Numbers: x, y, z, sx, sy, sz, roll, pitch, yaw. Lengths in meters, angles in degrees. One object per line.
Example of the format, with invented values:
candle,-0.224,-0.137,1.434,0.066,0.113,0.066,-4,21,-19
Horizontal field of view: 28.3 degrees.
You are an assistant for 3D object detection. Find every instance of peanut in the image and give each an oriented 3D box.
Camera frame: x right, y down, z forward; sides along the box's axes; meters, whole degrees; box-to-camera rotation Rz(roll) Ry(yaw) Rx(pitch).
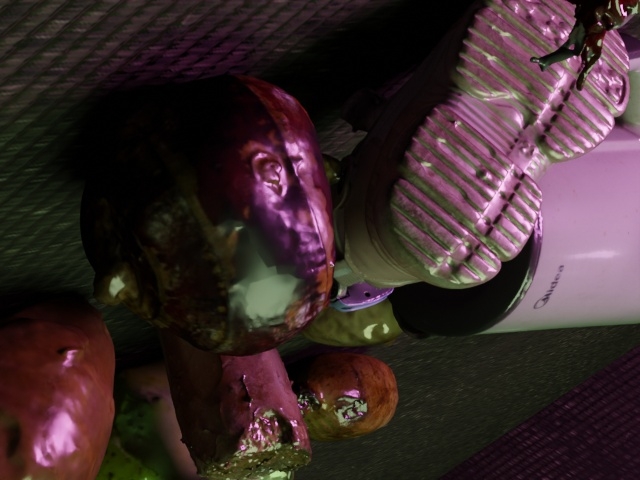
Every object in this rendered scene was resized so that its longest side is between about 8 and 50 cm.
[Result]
peanut,0.034,0.062,1.459,0.140,0.159,0.109,-33,125,-58

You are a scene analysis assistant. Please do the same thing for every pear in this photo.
pear,-0.192,0.231,1.451,0.282,0.286,0.176,2,123,-17

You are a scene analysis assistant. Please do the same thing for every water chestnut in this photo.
water chestnut,-0.071,-0.024,1.018,0.238,0.223,0.223,-11,152,-31

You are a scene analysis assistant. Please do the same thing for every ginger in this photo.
ginger,-0.291,0.182,1.183,0.269,0.223,0.200,-14,150,-33

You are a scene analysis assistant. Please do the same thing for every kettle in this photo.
kettle,0.273,-0.060,1.424,0.377,0.250,0.361,-3,125,-47

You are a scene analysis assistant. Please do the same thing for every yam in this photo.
yam,-0.100,0.139,1.330,0.128,0.238,0.129,-30,153,15

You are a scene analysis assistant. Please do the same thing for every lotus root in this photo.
lotus root,0.023,0.228,1.840,0.145,0.128,0.260,-29,160,23

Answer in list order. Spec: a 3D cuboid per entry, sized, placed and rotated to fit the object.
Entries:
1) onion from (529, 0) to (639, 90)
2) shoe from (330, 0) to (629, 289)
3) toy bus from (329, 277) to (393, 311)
onion,0.168,-0.231,0.799,0.273,0.285,0.273,-17,-167,4
shoe,0.122,-0.102,1.147,0.351,0.172,0.198,-50,-164,-28
toy bus,0.000,0.000,1.231,0.073,0.167,0.076,-14,157,-37
